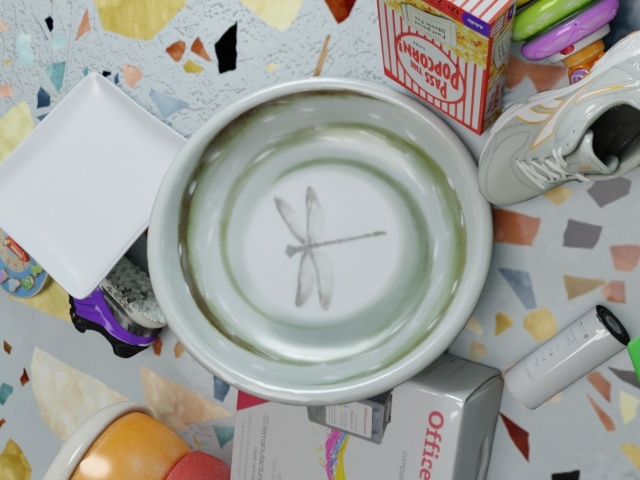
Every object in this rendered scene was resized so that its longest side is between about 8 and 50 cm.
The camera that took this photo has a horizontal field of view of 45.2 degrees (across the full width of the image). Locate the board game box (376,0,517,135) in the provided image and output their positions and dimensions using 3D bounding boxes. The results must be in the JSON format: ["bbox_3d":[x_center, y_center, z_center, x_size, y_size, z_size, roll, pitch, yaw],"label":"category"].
[{"bbox_3d":[0.131,-0.214,0.823,0.147,0.193,0.045,38,76,23],"label":"board game box"}]

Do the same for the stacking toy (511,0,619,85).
[{"bbox_3d":[0.239,-0.246,0.787,0.175,0.166,0.301,-25,98,41],"label":"stacking toy"}]

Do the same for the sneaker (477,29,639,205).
[{"bbox_3d":[0.245,-0.095,0.753,0.099,0.121,0.262,35,139,-13],"label":"sneaker"}]

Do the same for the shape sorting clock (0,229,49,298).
[{"bbox_3d":[-0.539,0.002,1.351,0.206,0.040,0.206,5,99,31],"label":"shape sorting clock"}]

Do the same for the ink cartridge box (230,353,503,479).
[{"bbox_3d":[0.048,0.237,0.965,0.306,0.131,0.226,13,103,31],"label":"ink cartridge box"}]

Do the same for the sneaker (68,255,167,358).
[{"bbox_3d":[-0.366,0.069,1.216,0.293,0.102,0.146,46,118,18],"label":"sneaker"}]

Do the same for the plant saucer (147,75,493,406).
[{"bbox_3d":[0.000,0.000,0.922,0.401,0.100,0.400,-2,72,7],"label":"plant saucer"}]

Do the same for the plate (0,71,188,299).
[{"bbox_3d":[-0.342,-0.085,1.151,0.277,0.045,0.278,37,80,22],"label":"plate"}]

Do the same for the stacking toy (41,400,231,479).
[{"bbox_3d":[-0.136,0.447,1.051,0.480,0.350,0.350,15,105,13],"label":"stacking toy"}]

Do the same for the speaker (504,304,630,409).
[{"bbox_3d":[0.271,0.132,0.855,0.136,0.055,0.055,-45,73,28],"label":"speaker"}]

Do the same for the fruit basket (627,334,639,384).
[{"bbox_3d":[0.499,0.162,0.614,0.392,0.283,0.391,-9,77,42],"label":"fruit basket"}]
